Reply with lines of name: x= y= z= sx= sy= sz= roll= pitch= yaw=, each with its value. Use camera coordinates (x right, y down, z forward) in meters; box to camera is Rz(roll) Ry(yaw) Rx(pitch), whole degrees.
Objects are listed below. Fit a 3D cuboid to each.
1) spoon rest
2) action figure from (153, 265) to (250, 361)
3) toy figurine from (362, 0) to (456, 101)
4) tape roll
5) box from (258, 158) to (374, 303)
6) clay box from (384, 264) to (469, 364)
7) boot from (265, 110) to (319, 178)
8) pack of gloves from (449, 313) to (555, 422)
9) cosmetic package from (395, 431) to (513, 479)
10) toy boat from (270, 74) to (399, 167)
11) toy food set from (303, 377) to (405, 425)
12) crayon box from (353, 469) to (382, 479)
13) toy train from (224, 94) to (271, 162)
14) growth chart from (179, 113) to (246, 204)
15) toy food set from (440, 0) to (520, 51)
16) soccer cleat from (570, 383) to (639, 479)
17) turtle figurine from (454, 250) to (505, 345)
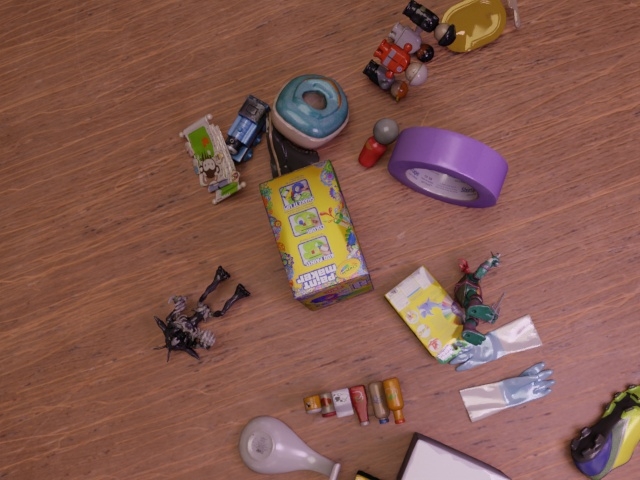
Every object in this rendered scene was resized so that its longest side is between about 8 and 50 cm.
spoon rest: x=-0.076 y=0.522 z=1.593 sx=0.276 sy=0.084 sz=0.137 roll=15 pitch=79 yaw=23
action figure: x=-0.314 y=0.194 z=1.648 sx=0.164 sy=0.141 sz=0.276 roll=43 pitch=85 yaw=1
toy figurine: x=0.228 y=-0.480 z=1.685 sx=0.148 sy=0.209 sz=0.213 roll=34 pitch=78 yaw=-4
tape roll: x=0.304 y=-0.172 z=1.576 sx=0.274 sy=0.275 sz=0.090 roll=19 pitch=81 yaw=10
box: x=0.000 y=0.000 z=1.571 sx=0.177 sy=0.290 sz=0.279 roll=-19 pitch=76 yaw=3
clay box: x=0.275 y=0.186 z=1.622 sx=0.127 sy=0.053 sz=0.222 roll=-37 pitch=78 yaw=-3
boot: x=-0.070 y=-0.249 z=1.724 sx=0.137 sy=0.077 sz=0.198 roll=-9 pitch=111 yaw=0
pack of gloves: x=0.439 y=0.307 z=1.582 sx=0.232 sy=0.046 sz=0.195 roll=-21 pitch=78 yaw=2
cosmetic package: x=0.293 y=0.540 z=1.460 sx=0.224 sy=0.225 sz=0.138 roll=22 pitch=82 yaw=10
toy boat: x=0.043 y=-0.318 z=1.677 sx=0.318 sy=0.148 sz=0.267 roll=31 pitch=44 yaw=-4
toy food set: x=0.083 y=0.405 z=1.570 sx=0.232 sy=0.111 sz=0.104 roll=-13 pitch=77 yaw=1
crayon box: x=0.197 y=0.698 z=1.512 sx=0.323 sy=0.083 sz=0.203 roll=21 pitch=82 yaw=11
toy train: x=-0.198 y=-0.293 z=1.748 sx=0.080 sy=0.105 sz=0.184 roll=31 pitch=83 yaw=12
growth chart: x=-0.291 y=-0.213 z=1.737 sx=0.172 sy=0.021 sz=0.237 roll=-31 pitch=82 yaw=43
toy food set: x=0.422 y=-0.588 z=1.760 sx=0.218 sy=0.071 sz=0.128 roll=-21 pitch=101 yaw=4
soccer cleat: x=0.705 y=0.439 z=1.516 sx=0.289 sy=0.093 sz=0.121 roll=-38 pitch=107 yaw=-6
turtle figurine: x=0.379 y=0.133 z=1.574 sx=0.118 sy=0.234 sz=0.175 roll=-3 pitch=120 yaw=19
